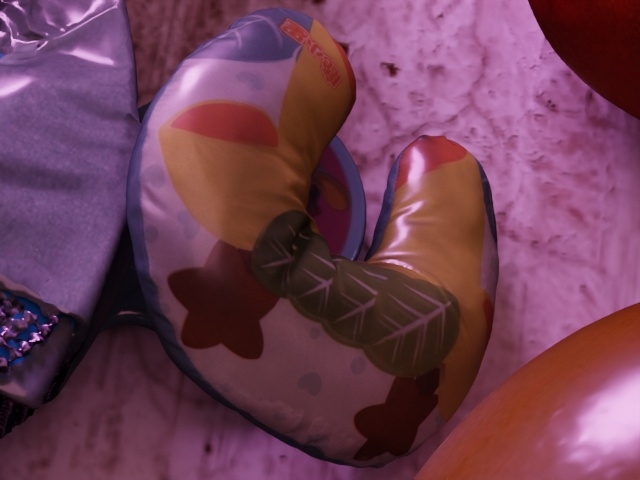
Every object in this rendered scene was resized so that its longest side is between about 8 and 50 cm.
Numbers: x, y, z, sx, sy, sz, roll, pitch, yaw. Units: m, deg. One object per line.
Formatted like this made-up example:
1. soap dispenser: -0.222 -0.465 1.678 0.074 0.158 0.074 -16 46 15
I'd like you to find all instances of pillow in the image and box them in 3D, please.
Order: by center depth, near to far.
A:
1. pillow: 0.000 0.000 0.890 0.233 0.086 0.214 38 53 -29

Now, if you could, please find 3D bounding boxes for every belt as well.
1. belt: -0.215 -0.039 0.875 0.260 0.122 0.325 19 52 -3

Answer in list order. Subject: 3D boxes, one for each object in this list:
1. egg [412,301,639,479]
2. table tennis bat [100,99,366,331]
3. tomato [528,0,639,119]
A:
1. egg: 0.173 0.169 0.784 0.351 0.282 0.282 -35 77 -13
2. table tennis bat: -0.086 0.008 0.950 0.244 0.040 0.153 -35 72 -21
3. tomato: 0.255 -0.189 0.961 0.226 0.298 0.299 35 62 -37
